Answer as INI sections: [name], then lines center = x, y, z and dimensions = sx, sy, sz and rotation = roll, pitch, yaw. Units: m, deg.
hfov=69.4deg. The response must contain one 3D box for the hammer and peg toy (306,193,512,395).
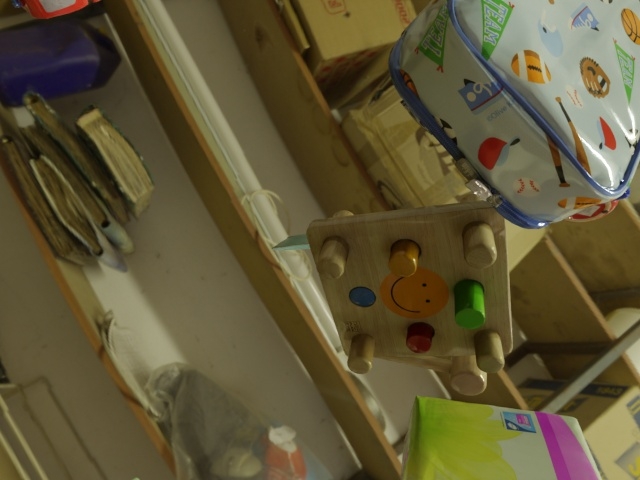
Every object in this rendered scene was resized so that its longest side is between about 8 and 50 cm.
[hammer and peg toy]
center = 0.137, 0.115, 0.675
dimensions = 0.127, 0.265, 0.361
rotation = -71, 150, -53

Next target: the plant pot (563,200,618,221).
[plant pot]
center = 0.703, -0.159, 1.250
dimensions = 0.191, 0.174, 0.191
rotation = 9, -31, 5

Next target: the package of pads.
[package of pads]
center = 0.203, 0.307, 0.533
dimensions = 0.296, 0.229, 0.101
rotation = -49, 140, -70

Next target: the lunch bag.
[lunch bag]
center = 0.216, -0.161, 0.446
dimensions = 0.243, 0.303, 0.115
rotation = 46, -29, -6

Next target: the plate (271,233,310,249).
[plate]
center = 0.000, 0.000, 0.886
dimensions = 0.188, 0.188, 0.024
rotation = 165, -79, -69

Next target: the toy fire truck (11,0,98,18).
[toy fire truck]
center = -0.238, -0.192, 0.303
dimensions = 0.192, 0.135, 0.047
rotation = 42, -21, 24

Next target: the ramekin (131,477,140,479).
[ramekin]
center = -0.333, 0.516, 0.654
dimensions = 0.148, 0.303, 0.303
rotation = 42, -23, 6
